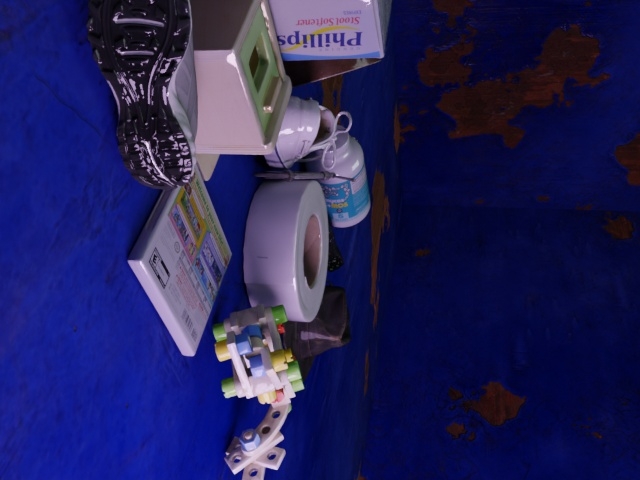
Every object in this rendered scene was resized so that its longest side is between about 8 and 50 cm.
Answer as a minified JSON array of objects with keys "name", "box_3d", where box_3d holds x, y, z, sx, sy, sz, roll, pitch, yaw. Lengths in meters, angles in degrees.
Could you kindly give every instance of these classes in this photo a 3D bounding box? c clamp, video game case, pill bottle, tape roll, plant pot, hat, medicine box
[{"name":"c clamp","box_3d":[-0.037,-0.124,1.136,0.160,0.137,0.022,-6,103,-43]},{"name":"video game case","box_3d":[-0.185,0.023,0.844,0.212,0.023,0.193,77,20,-47]},{"name":"pill bottle","box_3d":[0.042,-0.162,1.511,0.264,0.146,0.146,74,23,-52]},{"name":"tape roll","box_3d":[-0.060,0.019,1.209,0.286,0.100,0.286,3,90,-77]},{"name":"plant pot","box_3d":[-0.017,-0.425,1.149,0.215,0.215,0.231,-55,131,-66]},{"name":"hat","box_3d":[0.009,0.200,1.472,0.331,0.133,0.332,3,90,-77]},{"name":"medicine box","box_3d":[-0.026,-0.417,0.914,0.149,0.263,0.289,74,22,-53]}]

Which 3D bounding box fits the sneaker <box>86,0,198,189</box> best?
[{"name":"sneaker","box_3d":[-0.183,-0.191,0.661,0.108,0.100,0.272,-91,-174,-50]}]

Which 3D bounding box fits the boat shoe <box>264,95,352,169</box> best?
[{"name":"boat shoe","box_3d":[-0.021,-0.204,1.120,0.367,0.156,0.136,3,90,-88]}]

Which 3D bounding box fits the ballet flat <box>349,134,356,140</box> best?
[{"name":"ballet flat","box_3d":[0.059,-0.210,1.726,0.091,0.077,0.241,69,27,-61]}]

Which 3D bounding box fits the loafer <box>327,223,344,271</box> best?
[{"name":"loafer","box_3d":[0.000,0.000,1.555,0.078,0.076,0.223,57,-3,37]}]

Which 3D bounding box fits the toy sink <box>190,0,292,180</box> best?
[{"name":"toy sink","box_3d":[-0.122,-0.208,0.833,0.234,0.131,0.153,77,21,-51]}]

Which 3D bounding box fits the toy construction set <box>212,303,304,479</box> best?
[{"name":"toy construction set","box_3d":[-0.093,0.240,1.000,0.215,0.151,0.328,-111,-161,-53]}]
